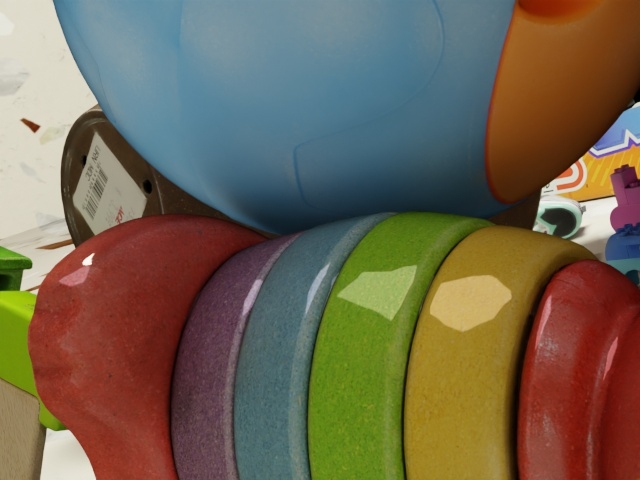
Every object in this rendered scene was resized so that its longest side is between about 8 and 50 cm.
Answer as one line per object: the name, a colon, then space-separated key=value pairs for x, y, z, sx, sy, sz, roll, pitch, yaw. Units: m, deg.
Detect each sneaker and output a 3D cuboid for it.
sneaker: x=0.172 y=-0.017 z=1.253 sx=0.098 sy=0.038 sz=0.069 roll=-3 pitch=12 yaw=21

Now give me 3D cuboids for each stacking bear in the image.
stacking bear: x=0.065 y=0.067 z=0.561 sx=0.289 sy=0.175 sz=0.164 roll=0 pitch=23 yaw=32

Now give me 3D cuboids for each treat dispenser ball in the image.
treat dispenser ball: x=0.020 y=-0.142 z=0.686 sx=0.288 sy=0.288 sz=0.288 roll=-16 pitch=9 yaw=2

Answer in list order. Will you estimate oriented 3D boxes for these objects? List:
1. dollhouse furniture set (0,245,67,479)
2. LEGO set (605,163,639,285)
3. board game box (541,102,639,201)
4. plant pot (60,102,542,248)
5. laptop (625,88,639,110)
dollhouse furniture set: x=-0.113 y=0.097 z=0.967 sx=0.197 sy=0.151 sz=0.301 roll=19 pitch=13 yaw=40
LEGO set: x=0.253 y=-0.026 z=0.957 sx=0.227 sy=0.093 sz=0.087 roll=-7 pitch=13 yaw=45
board game box: x=0.370 y=-0.269 z=1.403 sx=0.356 sy=0.356 sz=0.356 roll=-11 pitch=11 yaw=35
plant pot: x=-0.027 y=-0.041 z=0.891 sx=0.230 sy=0.215 sz=0.215 roll=-14 pitch=6 yaw=-37
laptop: x=0.268 y=-0.247 z=0.967 sx=0.382 sy=0.236 sz=0.408 roll=-24 pitch=3 yaw=4
